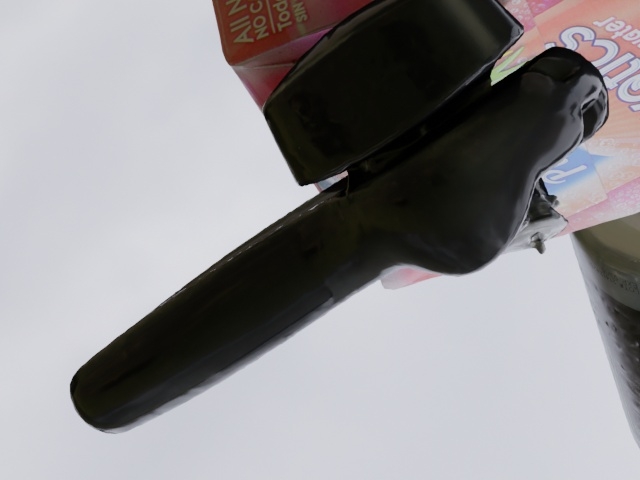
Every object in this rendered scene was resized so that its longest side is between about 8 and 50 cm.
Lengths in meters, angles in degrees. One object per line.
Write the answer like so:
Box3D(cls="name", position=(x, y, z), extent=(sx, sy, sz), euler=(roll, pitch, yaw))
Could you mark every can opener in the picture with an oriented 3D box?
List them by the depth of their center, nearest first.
Box3D(cls="can opener", position=(0.000, 0.000, 0.524), extent=(0.186, 0.073, 0.059), euler=(-39, 171, 39))

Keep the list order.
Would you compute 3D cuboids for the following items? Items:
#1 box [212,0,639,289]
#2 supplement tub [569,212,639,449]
Box3D(cls="box", position=(0.034, -0.159, 0.624), extent=(0.142, 0.154, 0.300), euler=(-18, -120, 11))
Box3D(cls="supplement tub", position=(0.279, 0.047, 1.297), extent=(0.193, 0.316, 0.193), euler=(-11, -134, 12))
